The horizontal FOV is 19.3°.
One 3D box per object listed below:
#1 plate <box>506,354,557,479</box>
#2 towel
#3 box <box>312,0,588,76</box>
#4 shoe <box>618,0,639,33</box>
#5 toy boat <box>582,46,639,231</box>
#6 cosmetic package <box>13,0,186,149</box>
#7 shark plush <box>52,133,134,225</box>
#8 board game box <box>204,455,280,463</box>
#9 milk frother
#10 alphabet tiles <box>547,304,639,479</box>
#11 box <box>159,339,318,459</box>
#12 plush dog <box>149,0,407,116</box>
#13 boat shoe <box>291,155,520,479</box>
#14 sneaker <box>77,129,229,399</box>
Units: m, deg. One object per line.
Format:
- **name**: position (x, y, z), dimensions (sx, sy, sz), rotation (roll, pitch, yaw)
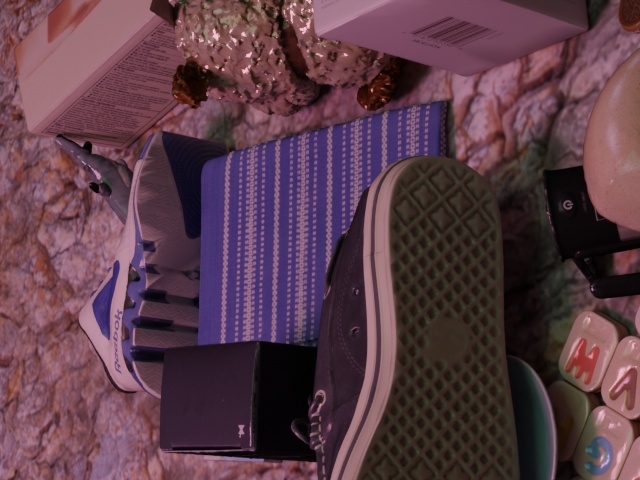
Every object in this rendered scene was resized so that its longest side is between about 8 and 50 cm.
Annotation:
- **plate**: position (0.173, 0.201, 1.761), dimensions (0.188, 0.024, 0.188), rotation (-25, 62, 58)
- **towel**: position (0.000, 0.000, 1.989), dimensions (0.336, 0.040, 0.243), rotation (-12, 72, 37)
- **box**: position (0.116, -0.360, 1.819), dimensions (0.168, 0.215, 0.345), rotation (-19, 68, 45)
- **shoe**: position (0.327, -0.286, 1.696), dimensions (0.076, 0.058, 0.219), rotation (19, 93, 68)
- **toy boat**: position (0.365, -0.045, 1.509), dimensions (0.267, 0.148, 0.318), rotation (-30, 60, -10)
- **cosmetic package**: position (-0.215, -0.240, 2.214), dimensions (0.296, 0.153, 0.129), rotation (-35, 59, 37)
- **shark plush**: position (-0.249, -0.072, 2.234), dimensions (0.073, 0.067, 0.161), rotation (-33, 96, 31)
- **board game box**: position (-0.081, 0.167, 2.071), dimensions (0.103, 0.026, 0.154), rotation (-6, 78, 48)
- **milk frother**: position (0.276, -0.017, 1.668), dimensions (0.135, 0.143, 0.129), rotation (-11, 97, 11)
- **alphabet tiles**: position (0.303, 0.175, 1.645), dimensions (0.284, 0.021, 0.278), rotation (33, 107, 46)
- **box**: position (-0.034, 0.164, 1.882), dimensions (0.153, 0.207, 0.108), rotation (-7, 77, 47)
- **plush dog**: position (-0.028, -0.221, 1.935), dimensions (0.225, 0.262, 0.210), rotation (-10, 31, 22)
- **boat shoe**: position (0.076, 0.171, 1.743), dimensions (0.156, 0.187, 0.500), rotation (147, 130, -61)
- **sneaker**: position (-0.204, 0.037, 2.153), dimensions (0.182, 0.127, 0.315), rotation (-19, 61, 54)
